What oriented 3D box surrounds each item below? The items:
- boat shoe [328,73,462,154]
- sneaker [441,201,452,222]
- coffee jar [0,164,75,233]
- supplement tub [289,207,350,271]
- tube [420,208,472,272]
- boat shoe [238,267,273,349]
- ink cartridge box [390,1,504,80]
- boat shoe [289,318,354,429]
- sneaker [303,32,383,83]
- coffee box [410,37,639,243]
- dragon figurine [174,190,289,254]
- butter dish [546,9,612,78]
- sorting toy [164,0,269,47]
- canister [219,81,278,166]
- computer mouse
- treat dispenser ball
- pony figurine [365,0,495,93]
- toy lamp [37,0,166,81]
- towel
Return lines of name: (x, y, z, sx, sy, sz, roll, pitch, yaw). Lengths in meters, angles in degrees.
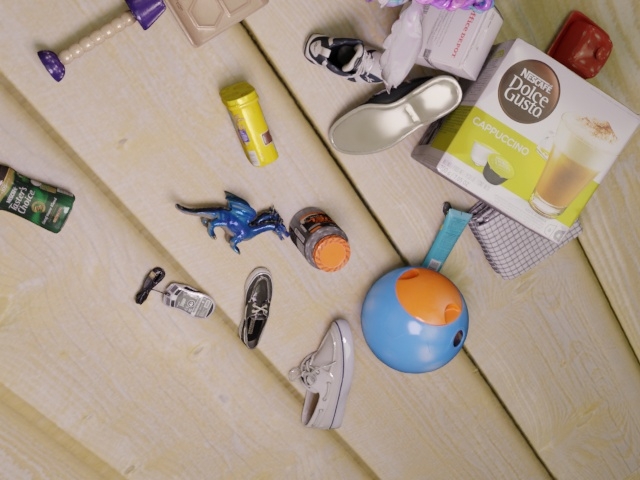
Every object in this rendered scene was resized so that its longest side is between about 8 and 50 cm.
boat shoe: (0.181, -0.315, 1.614, 0.340, 0.113, 0.127, -27, 109, 23)
sneaker: (0.361, -0.068, 1.844, 0.031, 0.035, 0.083, -21, 119, -13)
coffee jar: (-0.639, -0.092, 1.438, 0.184, 0.079, 0.096, 24, 102, -27)
supplement tub: (0.000, 0.000, 1.650, 0.117, 0.190, 0.117, -8, 114, -18)
tube: (0.345, 0.008, 1.841, 0.080, 0.052, 0.207, 9, 119, -33)
boat shoe: (-0.163, 0.181, 1.735, 0.077, 0.070, 0.219, 4, 110, -22)
ink cartridge box: (0.285, -0.479, 1.523, 0.092, 0.218, 0.159, 17, 100, -53)
boat shoe: (-0.007, 0.382, 1.856, 0.156, 0.136, 0.367, -1, 122, -17)
sneaker: (0.087, -0.411, 1.530, 0.235, 0.153, 0.094, 18, 106, -26)
coffee box: (0.468, -0.244, 1.585, 0.337, 0.338, 0.334, 30, 99, -7)
dragon figurine: (-0.211, -0.064, 1.605, 0.289, 0.085, 0.144, 34, 97, -29)
butter dish: (0.705, -0.498, 1.743, 0.160, 0.118, 0.160, 24, 102, -28)
sorting toy: (-0.239, -0.550, 1.421, 0.208, 0.038, 0.193, -36, 119, -8)
canister: (-0.162, -0.265, 1.517, 0.073, 0.126, 0.170, -25, 120, -9)
computer mouse: (-0.358, 0.143, 1.666, 0.193, 0.042, 0.106, 25, 97, -22)
treat dispenser ball: (0.252, 0.213, 1.779, 0.288, 0.288, 0.288, -8, 114, -17)
pony figurine: (0.174, -0.542, 1.392, 0.351, 0.363, 0.303, -46, 160, -21)
toy lamp: (-0.447, -0.431, 1.368, 0.274, 0.080, 0.080, -31, 119, -4)
towel: (0.577, -0.057, 1.886, 0.283, 0.121, 0.235, -35, 118, -1)
